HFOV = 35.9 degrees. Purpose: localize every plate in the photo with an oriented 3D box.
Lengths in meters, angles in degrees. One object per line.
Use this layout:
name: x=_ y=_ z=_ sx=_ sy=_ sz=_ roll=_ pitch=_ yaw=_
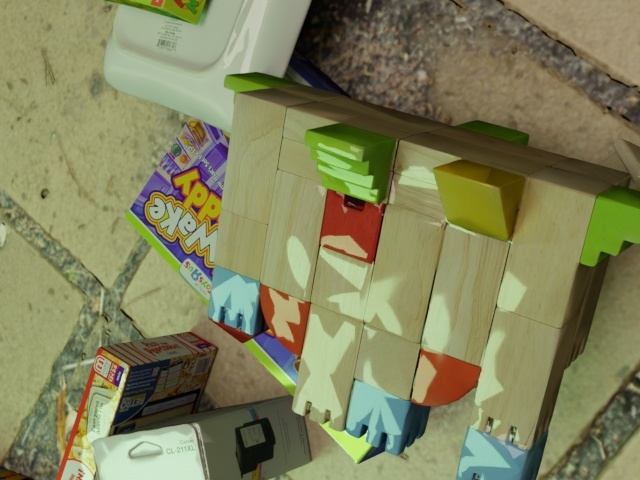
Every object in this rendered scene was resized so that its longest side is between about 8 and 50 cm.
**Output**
plate: x=-0.107 y=-0.258 z=0.945 sx=0.277 sy=0.045 sz=0.278 roll=25 pitch=97 yaw=44

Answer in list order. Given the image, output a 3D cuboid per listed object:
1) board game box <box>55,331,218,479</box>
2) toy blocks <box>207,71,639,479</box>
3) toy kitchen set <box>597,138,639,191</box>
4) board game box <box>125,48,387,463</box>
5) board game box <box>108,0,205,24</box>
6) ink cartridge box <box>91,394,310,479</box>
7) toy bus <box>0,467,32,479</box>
board game box: x=-0.189 y=0.195 z=1.002 sx=0.045 sy=0.147 sz=0.193 roll=26 pitch=102 yaw=26
toy blocks: x=0.059 y=0.040 z=0.774 sx=0.381 sy=0.191 sz=0.261 roll=20 pitch=112 yaw=27
toy kitchen set: x=0.311 y=0.006 z=0.761 sx=0.166 sy=0.122 sz=0.207 roll=-39 pitch=53 yaw=24
board game box: x=0.000 y=0.000 z=0.933 sx=0.347 sy=0.078 sz=0.233 roll=44 pitch=110 yaw=21
board game box: x=-0.167 y=-0.269 z=0.942 sx=0.181 sy=0.043 sz=0.092 roll=25 pitch=97 yaw=45
ink cartridge box: x=-0.110 y=0.202 z=0.942 sx=0.127 sy=0.175 sz=0.072 roll=-14 pitch=84 yaw=29
toy bus: x=-0.405 y=0.442 z=1.148 sx=0.130 sy=0.108 sz=0.332 roll=8 pitch=95 yaw=29
